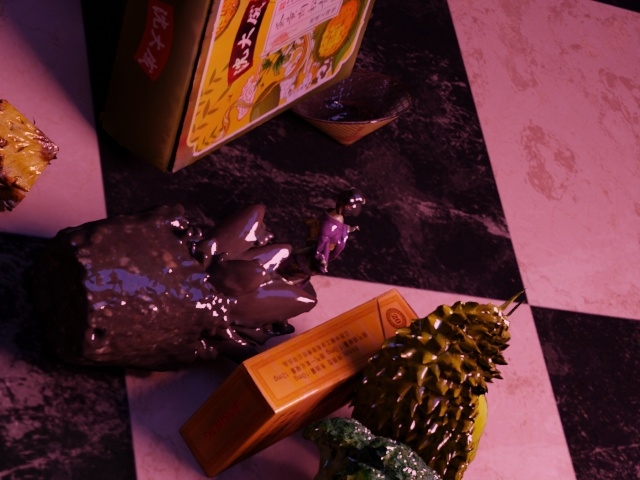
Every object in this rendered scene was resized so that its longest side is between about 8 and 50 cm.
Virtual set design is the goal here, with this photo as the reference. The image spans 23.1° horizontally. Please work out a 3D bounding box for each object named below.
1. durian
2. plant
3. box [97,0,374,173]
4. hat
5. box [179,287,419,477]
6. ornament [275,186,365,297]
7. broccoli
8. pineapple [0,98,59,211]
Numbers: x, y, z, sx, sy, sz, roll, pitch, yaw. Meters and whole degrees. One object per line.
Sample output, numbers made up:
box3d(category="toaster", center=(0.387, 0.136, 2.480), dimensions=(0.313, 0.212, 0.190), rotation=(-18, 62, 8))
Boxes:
box3d(category="durian", center=(0.135, 0.191, 1.883), dimensions=(0.158, 0.352, 0.169), rotation=(26, 55, 16))
box3d(category="plant", center=(-0.166, 0.063, 1.856), dimensions=(0.321, 0.181, 0.194), rotation=(-5, 62, -32))
box3d(category="box", center=(-0.075, -0.327, 2.041), dimensions=(0.138, 0.373, 0.420), rotation=(37, 42, 19))
box3d(category="hat", center=(0.037, -0.173, 2.243), dimensions=(0.193, 0.082, 0.193), rotation=(1, 30, 0))
box3d(category="box", center=(-0.018, 0.168, 1.882), dimensions=(0.274, 0.174, 0.076), rotation=(-23, 74, -43))
box3d(category="ornament", center=(0.004, 0.000, 2.009), dimensions=(0.081, 0.203, 0.088), rotation=(-10, 63, -48))
box3d(category="broccoli", center=(0.034, 0.351, 1.784), dimensions=(0.269, 0.269, 0.254), rotation=(13, 15, -28))
box3d(category="pineapple", center=(-0.373, -0.100, 1.911), dimensions=(0.116, 0.069, 0.137), rotation=(1, 68, -41))
